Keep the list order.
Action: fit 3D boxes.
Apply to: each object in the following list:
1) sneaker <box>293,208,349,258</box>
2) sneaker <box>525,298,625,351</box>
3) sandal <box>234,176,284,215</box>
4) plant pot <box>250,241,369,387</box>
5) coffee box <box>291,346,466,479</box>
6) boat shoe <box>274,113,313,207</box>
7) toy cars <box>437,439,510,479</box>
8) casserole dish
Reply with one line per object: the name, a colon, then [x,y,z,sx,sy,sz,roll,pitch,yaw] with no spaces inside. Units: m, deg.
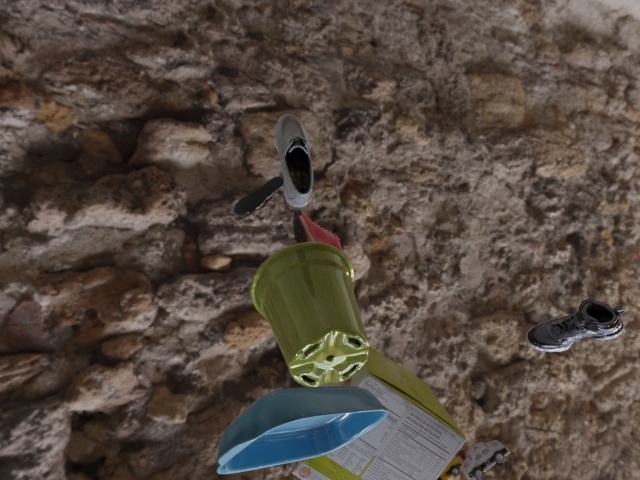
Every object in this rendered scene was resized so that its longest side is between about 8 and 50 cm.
sneaker: [0.000,0.001,1.592,0.136,0.313,0.116,-22,156,-26]
sneaker: [0.751,0.248,1.191,0.269,0.101,0.153,-17,140,17]
sandal: [-0.177,-0.124,1.199,0.179,0.067,0.040,-39,148,-20]
plant pot: [-0.011,0.188,0.945,0.276,0.276,0.254,-12,-142,-10]
coffee box: [0.143,0.534,1.186,0.334,0.338,0.337,-55,-173,2]
boat shoe: [-0.051,-0.188,0.881,0.079,0.227,0.081,-3,164,-18]
toy cars: [0.525,0.841,1.521,0.176,0.087,0.393,-19,158,-51]
casserole dish: [-0.016,0.181,0.394,0.188,0.037,0.114,18,125,-43]
